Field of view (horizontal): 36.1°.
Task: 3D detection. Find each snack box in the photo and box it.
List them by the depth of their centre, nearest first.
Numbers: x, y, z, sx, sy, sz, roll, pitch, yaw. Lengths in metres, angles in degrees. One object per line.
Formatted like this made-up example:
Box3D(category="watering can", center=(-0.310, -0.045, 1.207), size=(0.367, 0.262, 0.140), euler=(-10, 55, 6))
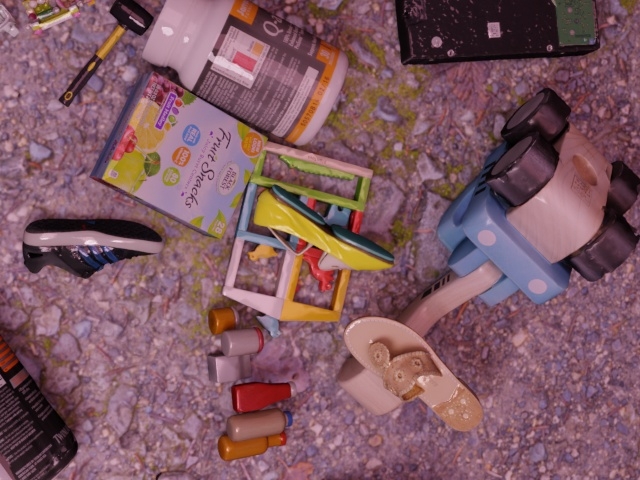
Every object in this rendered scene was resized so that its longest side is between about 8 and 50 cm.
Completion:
Box3D(category="snack box", center=(-0.206, -0.123, 1.450), size=(0.207, 0.070, 0.174), euler=(28, 82, -30))

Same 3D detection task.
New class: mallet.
Box3D(category="mallet", center=(-0.334, -0.286, 1.466), size=(0.062, 0.039, 0.189), euler=(45, 83, -11))

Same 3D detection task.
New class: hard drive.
Box3D(category="hard drive", center=(0.286, -0.415, 1.613), size=(0.339, 0.064, 0.237), euler=(-6, 90, -14))

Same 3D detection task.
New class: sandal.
Box3D(category="sandal", center=(0.138, 0.196, 1.391), size=(0.240, 0.079, 0.088), euler=(38, 101, -8))

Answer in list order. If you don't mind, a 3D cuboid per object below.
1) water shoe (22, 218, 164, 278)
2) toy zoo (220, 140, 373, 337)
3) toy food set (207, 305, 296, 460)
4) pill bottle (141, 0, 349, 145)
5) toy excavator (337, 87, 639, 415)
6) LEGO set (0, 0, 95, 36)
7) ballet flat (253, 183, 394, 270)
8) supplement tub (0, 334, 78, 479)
Box3D(category="water shoe", center=(-0.334, 0.014, 1.450), size=(0.203, 0.073, 0.080), euler=(5, 114, -15))
Box3D(category="toy zoo", center=(-0.040, 0.008, 1.534), size=(0.192, 0.030, 0.293), euler=(14, 85, -14))
Box3D(category="toy food set", center=(-0.099, 0.213, 1.477), size=(0.104, 0.111, 0.232), euler=(-5, 89, -27))
Box3D(category="pill bottle", center=(-0.112, -0.267, 1.456), size=(0.278, 0.162, 0.162), euler=(26, 82, -13))
Box3D(category="toy excavator", center=(0.248, 0.041, 1.527), size=(0.222, 0.445, 0.433), euler=(42, 38, -9))
Box3D(category="LEGO set", center=(-0.355, -0.385, 1.379), size=(0.287, 0.107, 0.132), euler=(-43, 115, 12))
Box3D(category="ballet flat", center=(0.000, 0.000, 1.499), size=(0.231, 0.077, 0.077), euler=(30, 102, -9))
Box3D(category="supplement tub", center=(-0.501, 0.211, 1.319), size=(0.207, 0.207, 0.338), euler=(-36, 97, -13))
